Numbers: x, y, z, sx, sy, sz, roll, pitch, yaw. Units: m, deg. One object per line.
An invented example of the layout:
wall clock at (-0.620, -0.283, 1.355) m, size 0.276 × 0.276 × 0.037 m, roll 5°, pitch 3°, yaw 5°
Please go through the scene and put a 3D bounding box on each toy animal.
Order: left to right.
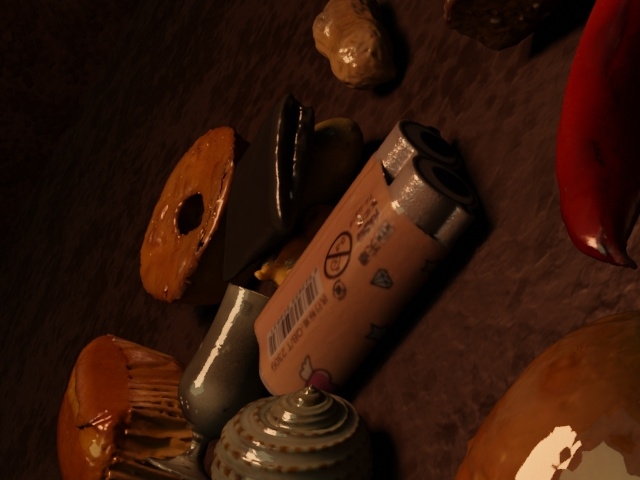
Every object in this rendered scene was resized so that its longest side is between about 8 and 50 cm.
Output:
toy animal at (0.000, -0.002, 1.280) m, size 0.159 × 0.070 × 0.083 m, roll -52°, pitch -12°, yaw 19°

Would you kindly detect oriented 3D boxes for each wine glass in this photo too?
wine glass at (-0.113, 0.171, 1.303) m, size 0.103 × 0.103 × 0.231 m, roll 3°, pitch 67°, yaw 65°

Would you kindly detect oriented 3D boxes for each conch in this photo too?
conch at (-0.041, 0.224, 1.044) m, size 0.172 × 0.131 × 0.200 m, roll 30°, pitch 97°, yaw 48°

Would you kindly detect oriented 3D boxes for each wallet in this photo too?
wallet at (-0.068, -0.053, 1.298) m, size 0.245 × 0.052 × 0.168 m, roll 140°, pitch 138°, yaw -63°

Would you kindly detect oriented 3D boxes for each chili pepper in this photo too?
chili pepper at (0.247, -0.130, 0.822) m, size 0.137 × 0.092 × 0.368 m, roll -24°, pitch 44°, yaw 66°

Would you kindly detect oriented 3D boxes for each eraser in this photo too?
eraser at (0.039, 0.029, 1.139) m, size 0.290 × 0.087 × 0.171 m, roll -55°, pitch 27°, yaw 26°

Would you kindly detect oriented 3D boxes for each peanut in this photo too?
peanut at (0.044, -0.253, 1.401) m, size 0.099 × 0.099 × 0.214 m, roll -54°, pitch 31°, yaw 25°

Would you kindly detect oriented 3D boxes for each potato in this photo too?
potato at (-0.004, -0.068, 1.323) m, size 0.188 × 0.085 × 0.105 m, roll -60°, pitch 5°, yaw 24°

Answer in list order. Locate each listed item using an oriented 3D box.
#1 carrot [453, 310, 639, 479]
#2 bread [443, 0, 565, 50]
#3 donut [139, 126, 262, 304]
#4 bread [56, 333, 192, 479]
carrot at (0.148, 0.214, 0.567) m, size 0.341 × 0.224 × 0.224 m, roll -66°, pitch 22°, yaw 15°
bread at (0.239, -0.333, 0.933) m, size 0.165 × 0.113 × 0.416 m, roll -65°, pitch 8°, yaw -29°
donut at (-0.150, -0.024, 1.556) m, size 0.277 × 0.108 × 0.277 m, roll -46°, pitch 31°, yaw 37°
bread at (-0.272, 0.249, 1.499) m, size 0.204 × 0.156 × 0.288 m, roll -63°, pitch 25°, yaw 12°
